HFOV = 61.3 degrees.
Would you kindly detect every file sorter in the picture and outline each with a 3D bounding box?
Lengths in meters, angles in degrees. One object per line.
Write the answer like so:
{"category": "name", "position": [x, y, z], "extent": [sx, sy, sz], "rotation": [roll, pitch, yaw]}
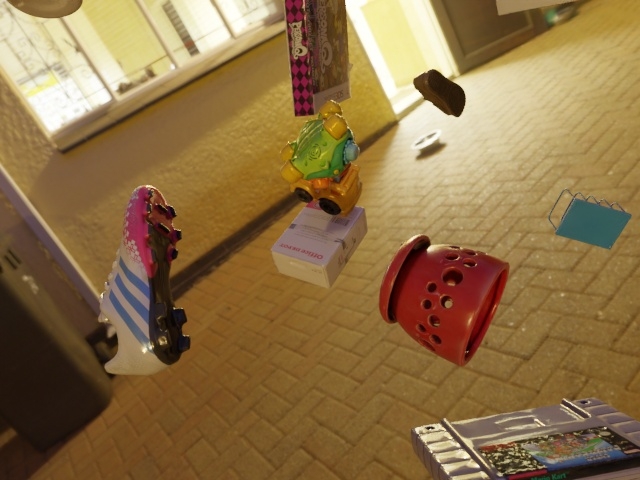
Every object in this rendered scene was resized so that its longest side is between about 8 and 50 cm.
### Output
{"category": "file sorter", "position": [0.774, -0.068, 1.567], "extent": [0.171, 0.118, 0.104], "rotation": [15, 30, -4]}

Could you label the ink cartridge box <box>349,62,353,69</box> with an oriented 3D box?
{"category": "ink cartridge box", "position": [0.027, -0.401, 1.240], "extent": [0.028, 0.083, 0.048], "rotation": [-105, 34, -43]}

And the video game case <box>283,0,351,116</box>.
{"category": "video game case", "position": [-0.001, -0.336, 0.886], "extent": [0.042, 0.231, 0.210], "rotation": [3, 22, 19]}

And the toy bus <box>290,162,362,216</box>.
{"category": "toy bus", "position": [0.016, -0.204, 1.694], "extent": [0.220, 0.211, 0.149], "rotation": [24, 68, 14]}

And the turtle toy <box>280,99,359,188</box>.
{"category": "turtle toy", "position": [0.005, -0.109, 0.635], "extent": [0.095, 0.066, 0.130], "rotation": [-43, 25, 20]}

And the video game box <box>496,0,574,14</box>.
{"category": "video game box", "position": [0.534, -0.579, 1.228], "extent": [0.205, 0.048, 0.187], "rotation": [8, 43, 42]}

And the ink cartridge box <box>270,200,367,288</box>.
{"category": "ink cartridge box", "position": [0.000, 0.000, 1.771], "extent": [0.207, 0.117, 0.283], "rotation": [16, 51, 27]}

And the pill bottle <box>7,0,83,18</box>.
{"category": "pill bottle", "position": [-0.620, -0.657, 1.189], "extent": [0.161, 0.283, 0.161], "rotation": [-10, -11, -2]}

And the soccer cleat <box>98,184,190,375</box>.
{"category": "soccer cleat", "position": [-0.310, 0.061, 0.895], "extent": [0.143, 0.116, 0.331], "rotation": [-18, 64, 12]}

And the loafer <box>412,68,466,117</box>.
{"category": "loafer", "position": [0.232, -0.287, 1.044], "extent": [0.050, 0.148, 0.056], "rotation": [25, 88, 46]}

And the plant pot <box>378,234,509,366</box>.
{"category": "plant pot", "position": [0.204, 0.095, 0.924], "extent": [0.174, 0.191, 0.191], "rotation": [21, 47, 27]}

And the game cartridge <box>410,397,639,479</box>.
{"category": "game cartridge", "position": [0.347, 0.331, 0.860], "extent": [0.355, 0.068, 0.230], "rotation": [-7, 0, -7]}
